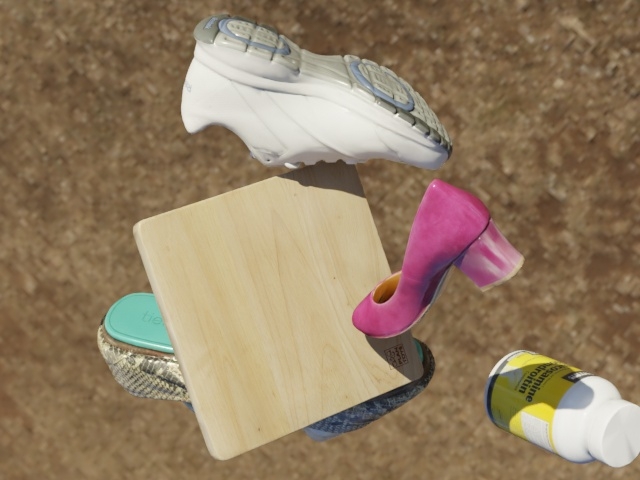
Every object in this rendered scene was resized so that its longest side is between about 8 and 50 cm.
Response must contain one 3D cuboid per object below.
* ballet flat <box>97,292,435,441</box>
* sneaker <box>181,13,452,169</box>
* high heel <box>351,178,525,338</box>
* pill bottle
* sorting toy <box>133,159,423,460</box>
[{"bbox_3d":[-0.066,0.179,1.762,0.483,0.164,0.182,6,132,24],"label":"ballet flat"},{"bbox_3d":[-0.005,-0.131,1.393,0.297,0.111,0.129,20,116,-11],"label":"sneaker"},{"bbox_3d":[0.081,0.020,1.302,0.117,0.082,0.244,45,148,-13],"label":"high heel"},{"bbox_3d":[0.284,0.197,1.551,0.184,0.103,0.103,19,144,53],"label":"pill bottle"},{"bbox_3d":[-0.053,0.069,1.434,0.089,0.256,0.257,-13,96,64],"label":"sorting toy"}]
